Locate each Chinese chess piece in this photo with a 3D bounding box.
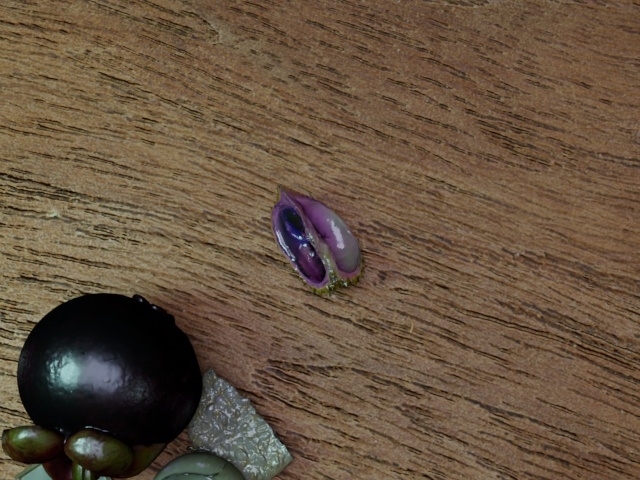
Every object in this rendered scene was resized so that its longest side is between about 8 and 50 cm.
[{"bbox_3d":[-0.265,0.570,1.587,0.238,0.092,0.238,2,103,9],"label":"Chinese chess piece"}]

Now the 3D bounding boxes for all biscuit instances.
[{"bbox_3d":[-0.205,0.435,1.656,0.179,0.084,0.281,-41,80,-2],"label":"biscuit"}]

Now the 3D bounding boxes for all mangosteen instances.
[{"bbox_3d":[-0.454,0.325,1.526,0.382,0.382,0.435,26,72,5],"label":"mangosteen"}]

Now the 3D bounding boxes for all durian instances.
[{"bbox_3d":[0.002,0.004,1.712,0.186,0.154,0.260,-11,73,-24],"label":"durian"}]

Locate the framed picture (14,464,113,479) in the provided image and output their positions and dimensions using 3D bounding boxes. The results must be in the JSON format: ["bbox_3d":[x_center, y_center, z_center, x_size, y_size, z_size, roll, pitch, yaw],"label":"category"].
[{"bbox_3d":[-0.580,0.541,1.660,0.201,0.010,0.136,-33,81,4],"label":"framed picture"}]
